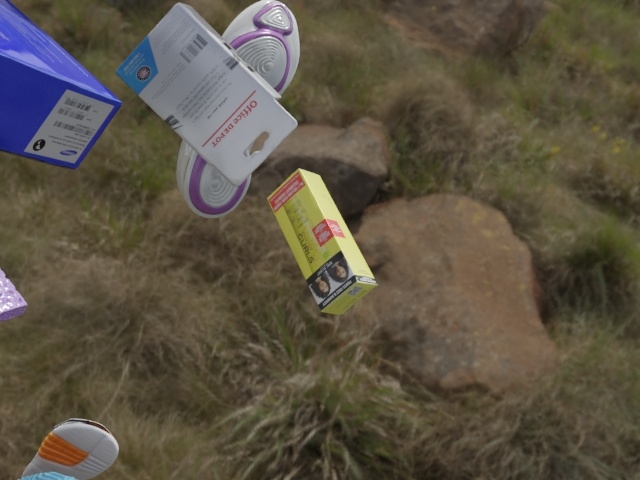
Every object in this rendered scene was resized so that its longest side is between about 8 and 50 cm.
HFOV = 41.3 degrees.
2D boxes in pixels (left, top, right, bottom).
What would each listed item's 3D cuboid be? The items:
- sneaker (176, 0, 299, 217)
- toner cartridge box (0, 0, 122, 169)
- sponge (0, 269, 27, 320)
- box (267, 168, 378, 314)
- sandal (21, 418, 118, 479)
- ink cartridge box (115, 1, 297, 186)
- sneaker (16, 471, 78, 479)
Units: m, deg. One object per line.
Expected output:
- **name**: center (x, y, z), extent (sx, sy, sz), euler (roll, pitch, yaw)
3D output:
- **sneaker**: center (-0.131, -0.188, 1.166), extent (0.114, 0.305, 0.152), euler (22, 4, -26)
- **toner cartridge box**: center (-0.332, -0.197, 0.677), extent (0.348, 0.075, 0.165), euler (41, 9, 20)
- **sponge**: center (-0.603, 0.057, 1.426), extent (0.210, 0.031, 0.117), euler (47, 39, 16)
- **box**: center (0.000, 0.000, 1.355), extent (0.058, 0.087, 0.232), euler (16, 41, -50)
- **sandal**: center (-0.400, 0.336, 1.358), extent (0.102, 0.265, 0.076), euler (41, 40, -12)
- **ink cartridge box**: center (-0.118, -0.157, 0.927), extent (0.180, 0.104, 0.060), euler (45, 10, -5)
- **sneaker**: center (-0.320, 0.323, 0.857), extent (0.092, 0.229, 0.087), euler (50, 4, -31)
